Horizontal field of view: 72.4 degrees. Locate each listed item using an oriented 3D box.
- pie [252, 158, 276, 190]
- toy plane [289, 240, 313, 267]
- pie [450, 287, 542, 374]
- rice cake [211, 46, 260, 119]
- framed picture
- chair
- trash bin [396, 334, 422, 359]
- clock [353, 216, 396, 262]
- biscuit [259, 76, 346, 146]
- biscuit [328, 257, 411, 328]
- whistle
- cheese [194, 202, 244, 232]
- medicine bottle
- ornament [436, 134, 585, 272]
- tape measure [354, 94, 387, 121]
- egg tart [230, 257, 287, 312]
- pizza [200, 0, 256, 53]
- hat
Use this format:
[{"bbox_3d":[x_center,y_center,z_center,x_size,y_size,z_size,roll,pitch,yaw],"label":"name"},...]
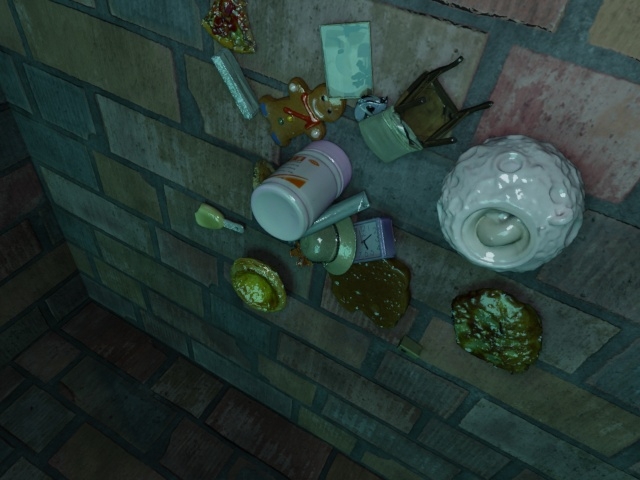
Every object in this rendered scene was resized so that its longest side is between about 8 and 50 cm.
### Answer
[{"bbox_3d":[-0.166,-0.155,1.536,0.055,0.274,0.274,-18,118,11],"label":"pie"},{"bbox_3d":[-0.083,0.027,1.784,0.135,0.062,0.189,1,113,36],"label":"toy plane"},{"bbox_3d":[0.600,0.298,1.490,0.288,0.103,0.355,1,122,36],"label":"pie"},{"bbox_3d":[-0.270,-0.507,1.415,0.040,0.085,0.226,-13,118,34],"label":"rice cake"},{"bbox_3d":[0.075,-0.491,1.209,0.135,0.010,0.201,3,129,14],"label":"framed picture"},{"bbox_3d":[0.258,-0.323,1.141,0.160,0.186,0.319,48,168,-16],"label":"chair"},{"bbox_3d":[0.372,0.445,1.820,0.092,0.061,0.043,31,138,5],"label":"trash bin"},{"bbox_3d":[0.160,0.000,1.517,0.193,0.073,0.145,-13,84,43],"label":"clock"},{"bbox_3d":[-0.061,-0.406,1.385,0.323,0.049,0.206,-3,124,35],"label":"biscuit"},{"bbox_3d":[0.198,0.185,1.702,0.358,0.074,0.381,-3,125,37],"label":"biscuit"},{"bbox_3d":[0.019,-0.077,1.463,0.062,0.311,0.062,155,90,-84],"label":"whistle"},{"bbox_3d":[-0.447,-0.089,1.944,0.255,0.050,0.127,18,133,20],"label":"cheese"},{"bbox_3d":[-0.054,-0.165,1.389,0.202,0.316,0.202,20,134,21],"label":"medicine bottle"},{"bbox_3d":[0.466,-0.094,1.083,0.336,0.337,0.337,20,135,21],"label":"ornament"},{"bbox_3d":[0.145,-0.371,1.252,0.094,0.054,0.091,4,136,11],"label":"tape measure"},{"bbox_3d":[-0.268,0.188,2.003,0.318,0.128,0.319,18,134,19],"label":"egg tart"},{"bbox_3d":[-0.280,-0.665,1.302,0.200,0.053,0.193,28,138,13],"label":"pizza"},{"bbox_3d":[0.000,0.000,1.543,0.257,0.130,0.258,11,103,56],"label":"hat"}]
